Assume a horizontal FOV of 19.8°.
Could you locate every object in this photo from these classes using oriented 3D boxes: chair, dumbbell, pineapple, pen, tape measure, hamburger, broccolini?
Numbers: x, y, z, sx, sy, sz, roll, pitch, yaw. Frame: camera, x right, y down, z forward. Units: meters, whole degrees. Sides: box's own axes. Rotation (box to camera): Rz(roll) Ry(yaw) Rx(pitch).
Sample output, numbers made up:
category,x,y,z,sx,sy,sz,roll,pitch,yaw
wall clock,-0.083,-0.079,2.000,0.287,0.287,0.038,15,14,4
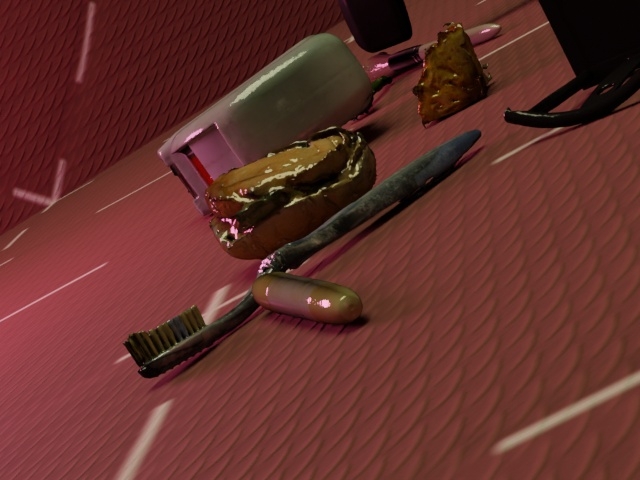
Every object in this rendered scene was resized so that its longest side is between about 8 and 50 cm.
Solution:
category,x,y,z,sx,sy,sz,roll,pitch,yaw
chair,0.254,-0.207,1.547,0.154,0.141,0.260,-22,9,43
dumbbell,0.175,-0.402,2.524,0.322,0.203,0.204,-20,10,8
pineapple,0.153,-0.172,1.937,0.077,0.114,0.114,16,12,23
pen,-0.008,0.041,1.330,0.040,0.032,0.233,-8,4,-17
tape measure,-0.058,-0.129,2.124,0.243,0.125,0.246,-37,7,-4
hamburger,-0.034,-0.024,1.625,0.176,0.087,0.102,-19,24,22
broccolini,0.064,-0.189,2.385,0.044,0.042,0.218,-29,3,15

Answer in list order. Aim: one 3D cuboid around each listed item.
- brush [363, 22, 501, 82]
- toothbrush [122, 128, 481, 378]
category,x,y,z,sx,sy,sz,roll,pitch,yaw
brush,0.148,-0.256,2.452,0.042,0.039,0.299,-34,11,-33
toothbrush,0.000,0.000,1.510,0.413,0.042,0.035,-34,9,-36
